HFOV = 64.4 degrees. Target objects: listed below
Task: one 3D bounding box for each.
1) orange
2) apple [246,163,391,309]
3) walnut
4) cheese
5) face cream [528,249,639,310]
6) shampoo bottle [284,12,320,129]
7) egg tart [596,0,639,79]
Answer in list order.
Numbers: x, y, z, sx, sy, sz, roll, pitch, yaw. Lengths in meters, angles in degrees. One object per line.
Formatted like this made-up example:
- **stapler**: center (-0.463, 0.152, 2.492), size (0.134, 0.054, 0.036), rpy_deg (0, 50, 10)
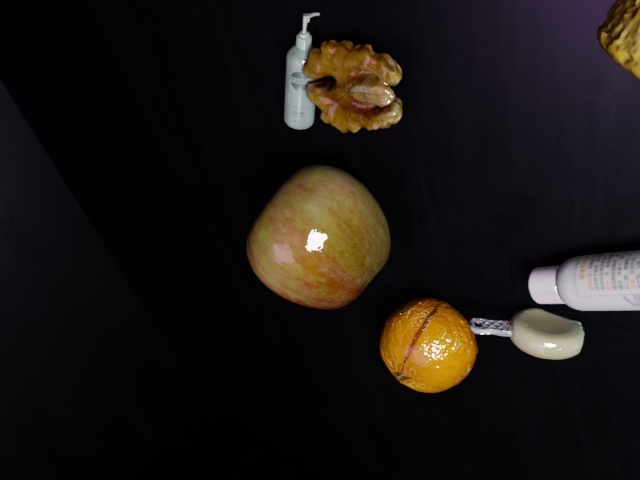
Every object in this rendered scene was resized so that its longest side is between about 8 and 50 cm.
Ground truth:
- **orange**: center (0.205, 0.207, 0.991), size (0.194, 0.161, 0.193), rpy_deg (24, 139, 23)
- **apple**: center (0.000, 0.000, 0.917), size (0.234, 0.257, 0.257), rpy_deg (43, 147, -3)
- **walnut**: center (0.054, -0.235, 0.775), size (0.170, 0.069, 0.142), rpy_deg (22, 138, 31)
- **cheese**: center (0.340, 0.146, 0.842), size (0.171, 0.092, 0.047), rpy_deg (14, 120, 30)
- **face cream**: center (0.409, 0.053, 0.675), size (0.269, 0.082, 0.081), rpy_deg (-11, 116, 53)
- **shampoo bottle**: center (-0.031, -0.277, 0.838), size (0.056, 0.056, 0.195), rpy_deg (32, 145, 21)
- **egg tart**: center (0.351, -0.189, 0.398), size (0.203, 0.203, 0.147), rpy_deg (35, 134, 17)
